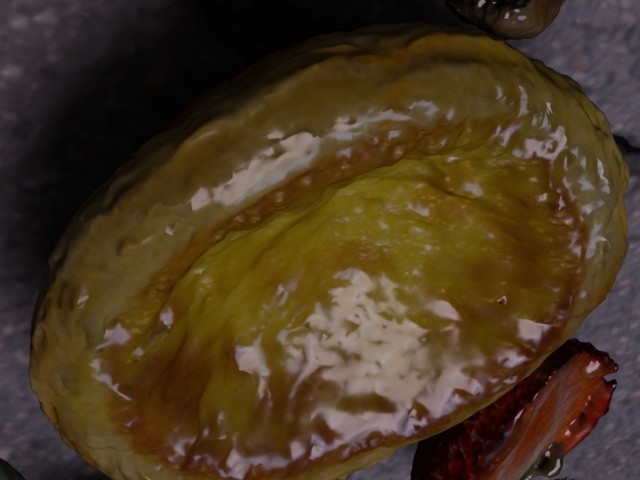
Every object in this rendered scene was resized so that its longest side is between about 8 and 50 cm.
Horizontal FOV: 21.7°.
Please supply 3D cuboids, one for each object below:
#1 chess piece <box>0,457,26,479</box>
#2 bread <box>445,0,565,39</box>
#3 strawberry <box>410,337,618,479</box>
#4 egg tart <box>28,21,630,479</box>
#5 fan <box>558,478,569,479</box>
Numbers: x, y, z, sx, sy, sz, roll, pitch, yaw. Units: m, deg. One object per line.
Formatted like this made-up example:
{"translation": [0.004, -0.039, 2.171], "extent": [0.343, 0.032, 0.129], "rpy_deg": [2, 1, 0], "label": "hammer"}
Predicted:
{"translation": [-0.275, 0.118, 0.793], "extent": [0.139, 0.139, 0.271], "rpy_deg": [-45, 127, 14], "label": "chess piece"}
{"translation": [0.091, -0.150, 0.782], "extent": [0.082, 0.060, 0.113], "rpy_deg": [-6, 107, -63], "label": "bread"}
{"translation": [0.110, 0.107, 1.012], "extent": [0.146, 0.082, 0.187], "rpy_deg": [-41, 162, -26], "label": "strawberry"}
{"translation": [0.000, 0.000, 0.833], "extent": [0.319, 0.128, 0.319], "rpy_deg": [-17, 139, -16], "label": "egg tart"}
{"translation": [0.207, 0.239, 1.274], "extent": [0.329, 0.009, 0.191], "rpy_deg": [-6, 132, -26], "label": "fan"}
